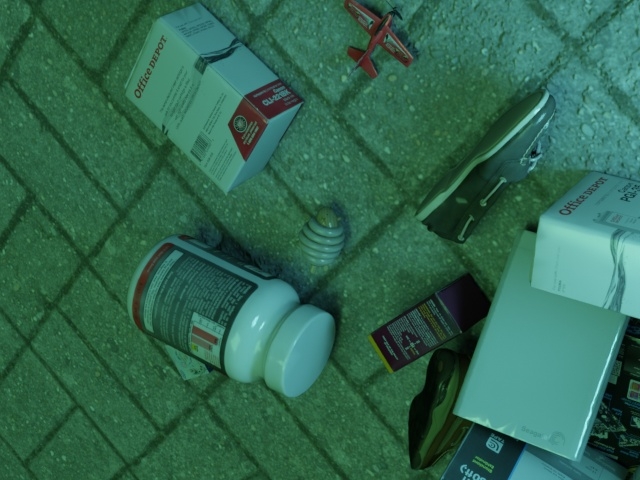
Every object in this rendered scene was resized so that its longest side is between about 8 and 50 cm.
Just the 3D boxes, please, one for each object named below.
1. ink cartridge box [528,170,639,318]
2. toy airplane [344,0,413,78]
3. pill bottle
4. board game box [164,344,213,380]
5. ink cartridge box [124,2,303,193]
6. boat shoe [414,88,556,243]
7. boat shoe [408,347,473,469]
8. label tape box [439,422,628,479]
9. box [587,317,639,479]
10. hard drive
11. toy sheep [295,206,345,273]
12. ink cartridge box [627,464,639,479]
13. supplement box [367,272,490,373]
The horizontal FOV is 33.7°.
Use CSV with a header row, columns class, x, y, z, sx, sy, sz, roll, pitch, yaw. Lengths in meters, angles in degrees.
class,x,y,z,sx,sy,sz,roll,pitch,yaw
ink cartridge box,0.459,0.016,1.454,0.283,0.207,0.117,18,121,29
toy airplane,0.086,-0.314,1.680,0.151,0.028,0.151,18,123,31
pill bottle,-0.169,0.144,2.000,0.363,0.210,0.210,24,126,26
board game box,-0.283,0.252,2.276,0.090,0.020,0.090,-21,101,42
ink cartridge box,-0.194,-0.253,1.868,0.273,0.114,0.197,44,133,9
boat shoe,0.270,-0.106,1.612,0.095,0.112,0.335,36,138,-7
boat shoe,0.229,0.308,1.845,0.120,0.122,0.324,5,143,-6
label tape box,0.293,0.418,1.594,0.249,0.348,0.115,31,128,11
box,0.432,0.243,1.692,0.296,0.073,0.293,17,124,28
hard drive,0.346,0.154,1.605,0.203,0.040,0.307,18,84,29
toy sheep,0.000,0.000,1.881,0.091,0.091,0.132,25,121,25
ink cartridge box,0.646,0.394,1.576,0.330,0.071,0.324,27,122,4
supplement box,0.185,0.143,1.798,0.188,0.104,0.080,-38,82,43
